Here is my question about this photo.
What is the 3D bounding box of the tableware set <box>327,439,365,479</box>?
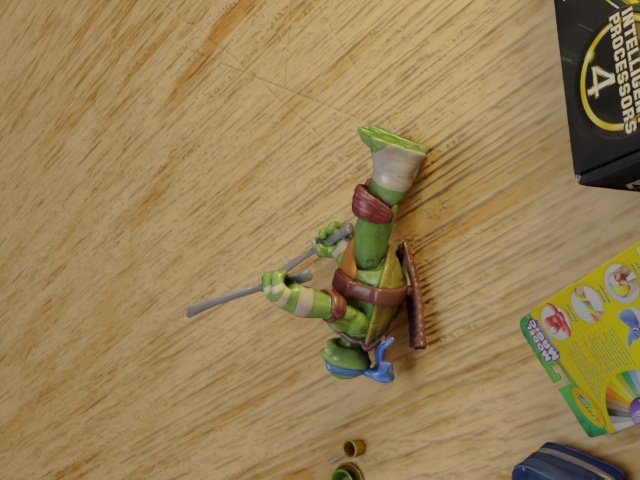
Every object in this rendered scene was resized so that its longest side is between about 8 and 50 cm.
[{"bbox_3d":[0.056,0.302,0.943,0.104,0.024,0.154,-40,60,36],"label":"tableware set"}]

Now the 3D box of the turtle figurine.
[{"bbox_3d":[0.000,0.000,0.895,0.274,0.197,0.266,31,106,38],"label":"turtle figurine"}]

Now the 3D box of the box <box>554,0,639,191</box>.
[{"bbox_3d":[0.301,-0.264,0.592,0.318,0.097,0.395,-24,64,59],"label":"box"}]

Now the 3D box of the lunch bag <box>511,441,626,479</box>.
[{"bbox_3d":[0.222,0.228,0.749,0.098,0.065,0.067,18,116,44],"label":"lunch bag"}]

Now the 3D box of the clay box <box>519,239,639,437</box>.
[{"bbox_3d":[0.265,0.072,0.671,0.127,0.053,0.222,60,148,13],"label":"clay box"}]
